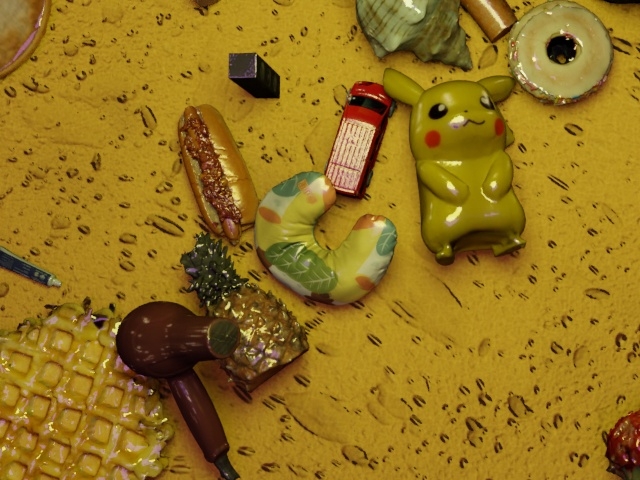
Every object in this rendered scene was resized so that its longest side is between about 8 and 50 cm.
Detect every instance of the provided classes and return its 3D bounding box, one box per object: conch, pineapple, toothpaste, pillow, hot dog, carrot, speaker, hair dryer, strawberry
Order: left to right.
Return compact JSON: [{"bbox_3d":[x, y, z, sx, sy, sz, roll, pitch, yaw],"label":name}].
[{"bbox_3d":[-0.522,0.051,1.458,0.140,0.021,0.037,23,94,8],"label":"toothpaste"},{"bbox_3d":[-0.179,0.252,1.288,0.123,0.312,0.340,-34,108,-34],"label":"hair dryer"},{"bbox_3d":[-0.174,-0.113,1.383,0.102,0.076,0.249,-20,87,4],"label":"hot dog"},{"bbox_3d":[-0.141,0.101,1.347,0.158,0.158,0.278,-35,82,7],"label":"pineapple"},{"bbox_3d":[-0.104,-0.262,1.313,0.046,0.191,0.040,0,91,8],"label":"speaker"},{"bbox_3d":[0.000,0.000,1.332,0.233,0.086,0.214,38,121,6],"label":"pillow"},{"bbox_3d":[0.125,-0.404,1.256,0.203,0.170,0.386,-53,129,-13],"label":"conch"},{"bbox_3d":[0.234,-0.427,1.332,0.067,0.067,0.225,-37,88,6],"label":"carrot"},{"bbox_3d":[0.546,0.327,1.249,0.201,0.187,0.184,-39,121,-9],"label":"strawberry"}]

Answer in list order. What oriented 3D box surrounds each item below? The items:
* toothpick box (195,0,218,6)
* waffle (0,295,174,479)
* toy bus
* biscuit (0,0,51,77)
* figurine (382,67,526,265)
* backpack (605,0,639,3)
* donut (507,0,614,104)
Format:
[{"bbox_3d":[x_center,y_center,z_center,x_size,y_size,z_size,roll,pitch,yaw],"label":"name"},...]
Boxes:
[{"bbox_3d":[-0.214,-0.481,1.371,0.098,0.098,0.149,-40,85,6],"label":"toothpick box"},{"bbox_3d":[-0.446,0.305,1.417,0.380,0.095,0.382,-24,85,6],"label":"waffle"},{"bbox_3d":[0.061,-0.168,1.344,0.081,0.089,0.195,18,93,6],"label":"toy bus"},{"bbox_3d":[-0.582,-0.399,1.450,0.204,0.040,0.309,36,95,6],"label":"biscuit"},{"bbox_3d":[0.229,-0.129,1.288,0.218,0.169,0.326,-7,92,-8],"label":"figurine"},{"bbox_3d":[0.526,-0.582,1.202,0.363,0.255,0.445,-6,104,8],"label":"backpack"},{"bbox_3d":[0.378,-0.296,1.305,0.175,0.068,0.174,0,84,0],"label":"donut"}]
